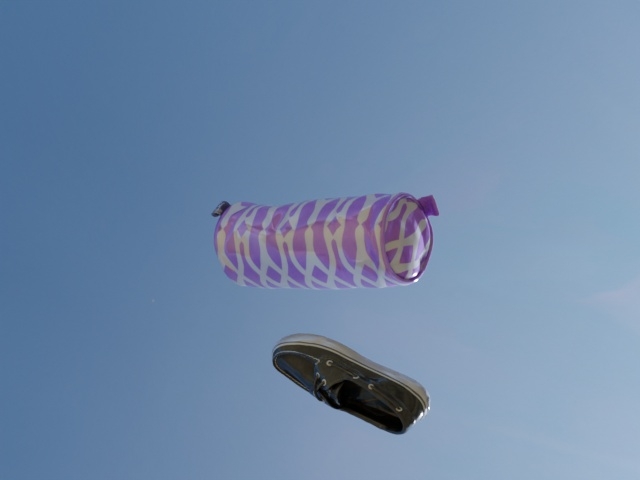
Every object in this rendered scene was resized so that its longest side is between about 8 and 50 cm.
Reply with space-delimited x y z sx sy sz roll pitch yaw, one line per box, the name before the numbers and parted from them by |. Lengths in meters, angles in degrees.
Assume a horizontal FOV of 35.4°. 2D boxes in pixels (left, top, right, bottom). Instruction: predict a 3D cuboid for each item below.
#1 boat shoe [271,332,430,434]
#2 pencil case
boat shoe | 0.018 0.114 0.803 0.142 0.040 0.049 17 -57 24
pencil case | 0.000 0.000 0.906 0.088 0.206 0.086 -47 -53 -42
